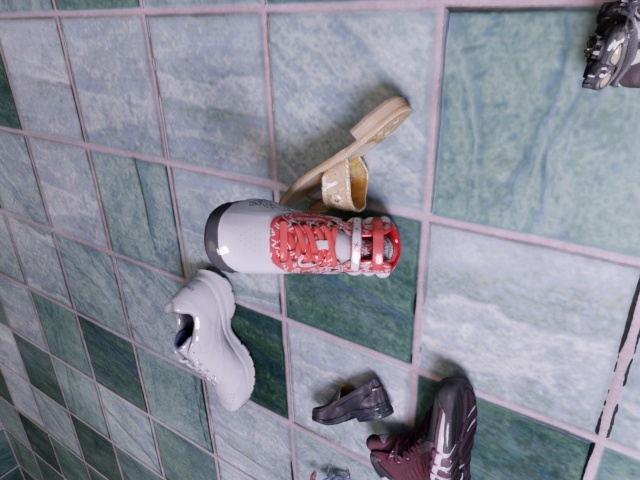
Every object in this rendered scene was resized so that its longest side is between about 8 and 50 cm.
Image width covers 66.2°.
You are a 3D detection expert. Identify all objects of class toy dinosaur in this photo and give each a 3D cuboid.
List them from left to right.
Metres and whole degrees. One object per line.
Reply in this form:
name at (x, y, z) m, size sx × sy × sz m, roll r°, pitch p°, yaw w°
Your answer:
toy dinosaur at (0.017, 0.455, 0.926) m, size 0.082 × 0.090 × 0.047 m, roll -15°, pitch 87°, yaw 9°

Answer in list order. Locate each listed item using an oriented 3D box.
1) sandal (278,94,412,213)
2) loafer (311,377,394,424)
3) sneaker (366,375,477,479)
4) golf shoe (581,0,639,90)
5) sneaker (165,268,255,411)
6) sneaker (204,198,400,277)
sandal at (0.037, -0.075, 0.631) m, size 0.240 × 0.088 × 0.079 m, roll -40°, pitch 82°, yaw 36°
loafer at (0.047, 0.271, 0.823) m, size 0.170 × 0.062 × 0.061 m, roll -25°, pitch 74°, yaw 38°
sneaker at (0.137, 0.306, 0.736) m, size 0.163 × 0.106 × 0.281 m, roll 14°, pitch 120°, yaw 35°
golf shoe at (0.271, -0.186, 0.366) m, size 0.094 × 0.198 × 0.077 m, roll 14°, pitch 79°, yaw 16°
sneaker at (-0.216, 0.206, 0.933) m, size 0.111 × 0.129 × 0.296 m, roll -1°, pitch 112°, yaw 35°
sneaker at (0.000, -0.001, 0.590) m, size 0.145 × 0.270 × 0.090 m, roll -1°, pitch 84°, yaw 31°
